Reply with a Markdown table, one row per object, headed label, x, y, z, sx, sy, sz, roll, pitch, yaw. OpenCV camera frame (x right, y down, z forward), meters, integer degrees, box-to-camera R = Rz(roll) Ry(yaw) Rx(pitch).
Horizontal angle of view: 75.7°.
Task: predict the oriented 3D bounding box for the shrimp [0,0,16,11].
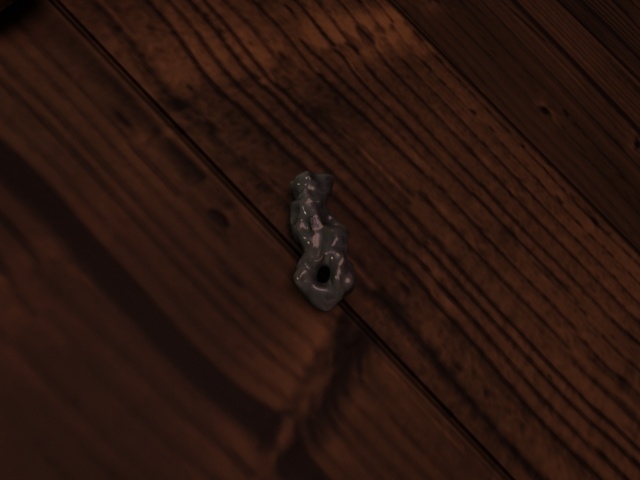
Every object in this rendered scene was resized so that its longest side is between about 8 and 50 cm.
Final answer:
| label | x | y | z | sx | sy | sz | roll | pitch | yaw |
| --- | --- | --- | --- | --- | --- | --- | --- | --- | --- |
| shrimp | -0.249 | -0.202 | 0.218 | 0.115 | 0.051 | 0.217 | -39 | 88 | -29 |

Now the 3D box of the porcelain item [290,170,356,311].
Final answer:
| label | x | y | z | sx | sy | sz | roll | pitch | yaw |
| --- | --- | --- | --- | --- | --- | --- | --- | --- | --- |
| porcelain item | 0.000 | 0.000 | 0.242 | 0.036 | 0.028 | 0.083 | -5 | 70 | -6 |
